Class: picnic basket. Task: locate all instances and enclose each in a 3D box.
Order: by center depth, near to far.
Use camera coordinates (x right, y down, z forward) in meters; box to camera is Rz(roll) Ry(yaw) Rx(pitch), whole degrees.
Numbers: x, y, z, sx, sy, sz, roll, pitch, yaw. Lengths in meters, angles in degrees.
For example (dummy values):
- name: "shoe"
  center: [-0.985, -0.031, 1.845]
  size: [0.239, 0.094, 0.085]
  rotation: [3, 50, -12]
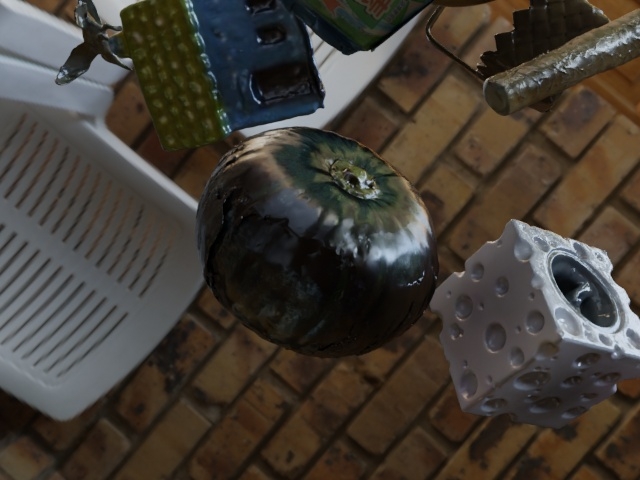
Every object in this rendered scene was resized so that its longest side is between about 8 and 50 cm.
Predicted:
- name: "picnic basket"
  center: [0.406, -0.433, 1.695]
  size: [0.254, 0.321, 0.291]
  rotation: [-52, 173, 9]

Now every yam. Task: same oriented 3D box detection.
- name: "yam"
  center: [0.412, -0.290, 1.345]
  size: [0.356, 0.081, 0.081]
  rotation: [-26, 168, -19]

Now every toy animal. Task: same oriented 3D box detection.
- name: "toy animal"
  center: [-0.407, -0.365, 1.537]
  size: [0.095, 0.155, 0.219]
  rotation: [-21, -131, 51]

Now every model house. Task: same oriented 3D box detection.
- name: "model house"
  center: [-0.158, -0.280, 1.277]
  size: [0.303, 0.237, 0.215]
  rotation: [-15, -167, 5]

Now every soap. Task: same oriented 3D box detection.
- name: "soap"
  center: [0.078, -0.349, 1.028]
  size: [0.293, 0.156, 0.077]
  rotation: [-31, -146, 47]

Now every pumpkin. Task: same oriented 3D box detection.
- name: "pumpkin"
  center: [0.000, 0.000, 0.750]
  size: [0.163, 0.233, 0.233]
  rotation: [-59, 173, 27]

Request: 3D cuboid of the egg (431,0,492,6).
- name: "egg"
  center: [0.273, -0.540, 1.439]
  size: [0.322, 0.250, 0.250]
  rotation: [-26, -175, 21]

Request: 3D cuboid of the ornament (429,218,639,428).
- name: "ornament"
  center: [0.369, 0.149, 1.406]
  size: [0.240, 0.239, 0.240]
  rotation: [-47, -140, 36]
